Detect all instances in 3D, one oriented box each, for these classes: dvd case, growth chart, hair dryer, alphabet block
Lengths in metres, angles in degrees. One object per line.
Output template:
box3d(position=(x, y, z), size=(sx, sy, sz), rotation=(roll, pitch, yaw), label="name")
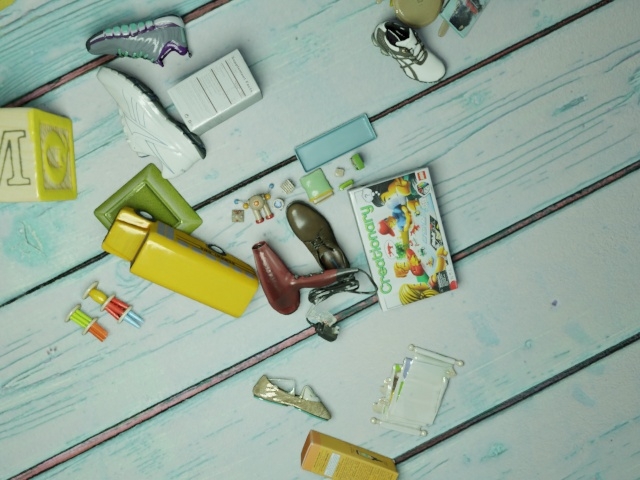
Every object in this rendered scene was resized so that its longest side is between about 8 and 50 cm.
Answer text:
box3d(position=(0.340, -0.551, 1.193), size=(0.087, 0.013, 0.119), rotation=(33, 92, -26), label="dvd case")
box3d(position=(0.236, 0.379, 1.285), size=(0.171, 0.021, 0.237), rotation=(24, 94, -5), label="growth chart")
box3d(position=(-0.034, 0.092, 1.187), size=(0.293, 0.080, 0.224), rotation=(29, 117, -8), label="hair dryer")
box3d(position=(-0.666, -0.178, 1.102), size=(0.197, 0.192, 0.194), rotation=(-1, 97, -2), label="alphabet block")

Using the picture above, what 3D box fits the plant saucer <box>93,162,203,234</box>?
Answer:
box3d(position=(-0.409, -0.054, 1.198), size=(0.188, 0.045, 0.188), rotation=(-40, 96, 1), label="plant saucer")

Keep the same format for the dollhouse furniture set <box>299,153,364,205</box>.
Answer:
box3d(position=(0.030, -0.146, 1.206), size=(0.151, 0.058, 0.076), rotation=(-29, 96, 0), label="dollhouse furniture set")

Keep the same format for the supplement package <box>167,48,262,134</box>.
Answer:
box3d(position=(-0.233, -0.329, 1.151), size=(0.179, 0.105, 0.105), rotation=(-30, 96, 0), label="supplement package")

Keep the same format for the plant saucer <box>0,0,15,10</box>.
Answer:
box3d(position=(-0.902, -0.598, 1.103), size=(0.332, 0.081, 0.333), rotation=(-31, 97, 0), label="plant saucer")

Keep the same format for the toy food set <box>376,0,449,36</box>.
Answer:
box3d(position=(0.226, -0.564, 1.193), size=(0.192, 0.038, 0.132), rotation=(22, 99, -16), label="toy food set")

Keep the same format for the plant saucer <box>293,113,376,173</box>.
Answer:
box3d(position=(0.035, -0.230, 1.219), size=(0.192, 0.018, 0.067), rotation=(-26, 96, 0), label="plant saucer")

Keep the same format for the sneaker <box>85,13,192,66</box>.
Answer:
box3d(position=(-0.406, -0.431, 1.146), size=(0.223, 0.083, 0.098), rotation=(-16, 101, -2), label="sneaker")

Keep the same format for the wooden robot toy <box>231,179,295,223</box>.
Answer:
box3d(position=(-0.135, -0.083, 1.193), size=(0.173, 0.079, 0.076), rotation=(-24, 96, 0), label="wooden robot toy")

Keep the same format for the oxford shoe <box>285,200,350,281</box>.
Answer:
box3d(position=(0.000, 0.000, 1.201), size=(0.082, 0.096, 0.227), rotation=(-39, 95, 3), label="oxford shoe")

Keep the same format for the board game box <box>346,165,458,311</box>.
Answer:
box3d(position=(0.196, -0.002, 1.219), size=(0.192, 0.053, 0.305), rotation=(-18, 101, -2), label="board game box")

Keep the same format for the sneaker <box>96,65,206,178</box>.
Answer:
box3d(position=(-0.399, -0.264, 1.151), size=(0.129, 0.111, 0.297), rotation=(-42, 94, 9), label="sneaker")

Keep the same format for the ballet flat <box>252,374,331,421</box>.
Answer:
box3d(position=(-0.062, 0.380, 1.248), size=(0.206, 0.073, 0.067), rotation=(20, 80, -8), label="ballet flat")

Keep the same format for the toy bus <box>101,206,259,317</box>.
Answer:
box3d(position=(-0.311, 0.050, 1.145), size=(0.332, 0.130, 0.108), rotation=(28, 100, -23), label="toy bus")

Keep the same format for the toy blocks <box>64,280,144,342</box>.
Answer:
box3d(position=(-0.507, 0.187, 1.211), size=(0.148, 0.054, 0.123), rotation=(37, 92, -6), label="toy blocks")

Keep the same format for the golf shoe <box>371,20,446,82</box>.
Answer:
box3d(position=(0.208, -0.431, 1.172), size=(0.198, 0.094, 0.077), rotation=(29, 92, -7), label="golf shoe")

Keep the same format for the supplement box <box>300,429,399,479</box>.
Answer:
box3d(position=(0.071, 0.553, 1.265), size=(0.233, 0.078, 0.080), rotation=(19, 94, -4), label="supplement box")
